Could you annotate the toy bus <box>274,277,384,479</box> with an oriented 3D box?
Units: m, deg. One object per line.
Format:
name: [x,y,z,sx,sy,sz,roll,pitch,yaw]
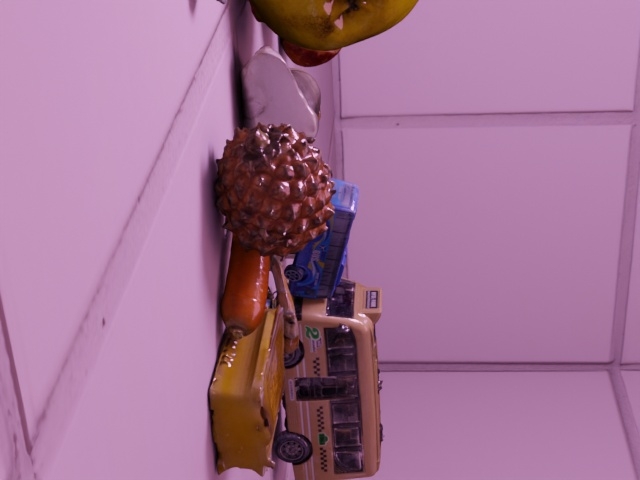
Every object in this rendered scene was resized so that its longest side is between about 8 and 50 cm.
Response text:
toy bus: [0.015,0.240,2.014,0.177,0.202,0.365,-83,170,-62]

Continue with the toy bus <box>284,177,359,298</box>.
toy bus: [0.001,0.003,1.836,0.236,0.094,0.079,103,4,-48]

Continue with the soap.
soap: [-0.089,0.187,1.483,0.233,0.076,0.135,-84,173,-64]

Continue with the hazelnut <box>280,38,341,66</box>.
hazelnut: [-0.020,-0.411,2.187,0.143,0.143,0.154,-35,132,-85]

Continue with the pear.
pear: [0.016,-0.455,1.671,0.287,0.287,0.375,84,3,-53]

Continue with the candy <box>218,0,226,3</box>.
candy: [-0.122,-0.397,1.232,0.086,0.059,0.292,-76,165,-60]

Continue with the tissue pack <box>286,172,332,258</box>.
tissue pack: [-0.027,-0.052,2.162,0.090,0.103,0.170,25,63,-77]

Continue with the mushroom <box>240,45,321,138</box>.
mushroom: [-0.052,-0.215,1.722,0.328,0.122,0.159,-72,170,-78]

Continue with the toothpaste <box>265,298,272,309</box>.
toothpaste: [-0.092,0.185,1.639,0.070,0.044,0.193,-74,162,-79]

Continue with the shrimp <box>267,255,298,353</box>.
shrimp: [-0.068,0.081,1.718,0.217,0.051,0.150,-133,-146,-66]

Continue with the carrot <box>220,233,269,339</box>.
carrot: [-0.096,0.012,1.509,0.066,0.062,0.271,75,13,-54]

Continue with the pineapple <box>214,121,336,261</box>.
pineapple: [-0.061,-0.071,1.413,0.193,0.166,0.166,72,16,-51]
